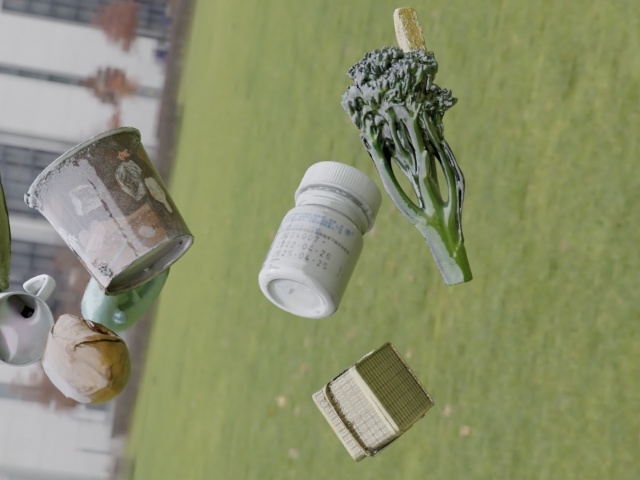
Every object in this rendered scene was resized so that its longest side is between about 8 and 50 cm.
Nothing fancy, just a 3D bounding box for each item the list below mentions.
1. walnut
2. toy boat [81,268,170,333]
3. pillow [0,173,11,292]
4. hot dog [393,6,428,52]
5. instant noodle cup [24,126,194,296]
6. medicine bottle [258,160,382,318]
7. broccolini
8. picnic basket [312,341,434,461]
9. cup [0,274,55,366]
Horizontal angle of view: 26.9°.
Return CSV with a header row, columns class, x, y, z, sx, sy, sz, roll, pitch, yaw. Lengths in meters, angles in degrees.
class,x,y,z,sx,sy,sz,roll,pitch,yaw
walnut,-0.382,0.194,2.173,0.245,0.137,0.137,18,100,61
toy boat,-0.331,0.081,2.343,0.208,0.078,0.134,-50,-37,-36
pillow,-0.402,-0.091,1.467,0.185,0.075,0.302,59,-172,-43
hot dog,0.120,-0.272,1.802,0.034,0.030,0.090,117,145,-57
instant noodle cup,-0.329,-0.040,2.149,0.207,0.217,0.217,55,161,10
medicine bottle,0.000,0.000,1.586,0.105,0.105,0.168,112,-178,-59
broccolini,0.078,-0.061,1.075,0.068,0.091,0.203,-80,-26,-66
picnic basket,0.073,0.214,1.785,0.079,0.115,0.164,-38,-6,22
cup,-0.568,0.140,2.435,0.142,0.134,0.174,-4,77,59
